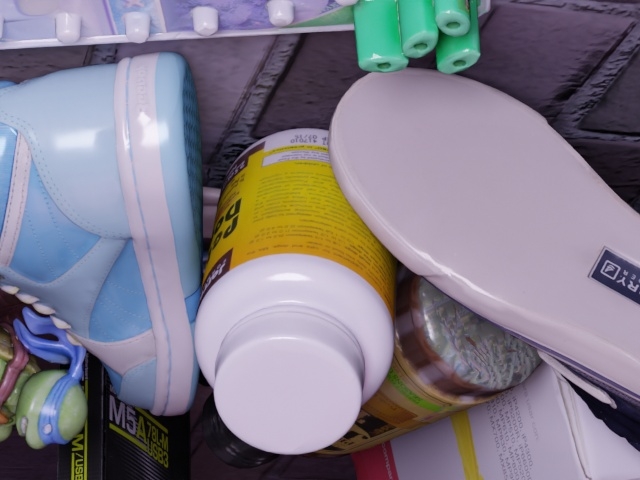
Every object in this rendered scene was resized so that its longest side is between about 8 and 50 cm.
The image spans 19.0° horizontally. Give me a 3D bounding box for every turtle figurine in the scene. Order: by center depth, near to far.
[{"bbox_3d":[-0.307,0.134,1.321,0.266,0.274,0.198,25,-161,23],"label":"turtle figurine"}]

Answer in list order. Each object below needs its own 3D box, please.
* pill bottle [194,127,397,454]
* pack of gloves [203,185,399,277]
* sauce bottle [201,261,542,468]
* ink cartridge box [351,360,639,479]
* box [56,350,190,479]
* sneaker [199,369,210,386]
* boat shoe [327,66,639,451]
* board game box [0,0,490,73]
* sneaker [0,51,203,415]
[{"bbox_3d":[-0.013,0.030,1.148,0.117,0.215,0.117,2,122,2],"label":"pill bottle"},{"bbox_3d":[0.000,0.000,1.343,0.232,0.046,0.195,7,156,4],"label":"pack of gloves"},{"bbox_3d":[0.023,0.096,1.354,0.111,0.111,0.344,10,156,-28],"label":"sauce bottle"},{"bbox_3d":[0.223,0.153,1.456,0.279,0.160,0.384,-4,158,-21],"label":"ink cartridge box"},{"bbox_3d":[-0.152,0.162,1.506,0.045,0.184,0.190,-7,156,16],"label":"box"},{"bbox_3d":[-0.139,0.065,1.411,0.188,0.078,0.067,19,150,-36],"label":"sneaker"},{"bbox_3d":[0.146,0.035,1.161,0.340,0.127,0.158,35,160,10],"label":"boat shoe"},{"bbox_3d":[-0.107,-0.175,0.890,0.390,0.050,0.390,-3,157,1],"label":"board game box"},{"bbox_3d":[-0.176,0.003,1.189,0.208,0.127,0.319,-1,141,-2],"label":"sneaker"}]
